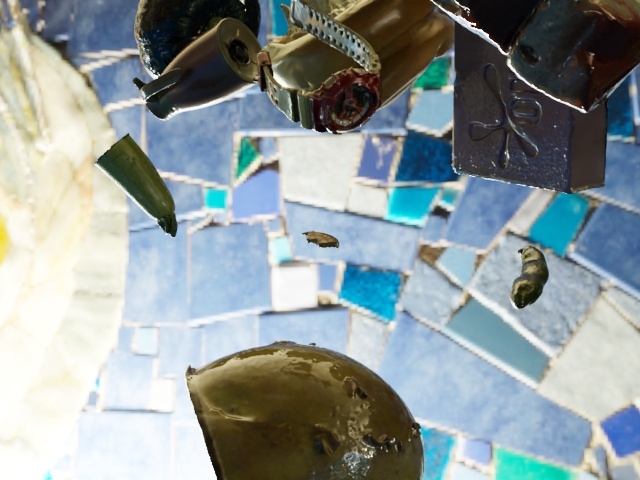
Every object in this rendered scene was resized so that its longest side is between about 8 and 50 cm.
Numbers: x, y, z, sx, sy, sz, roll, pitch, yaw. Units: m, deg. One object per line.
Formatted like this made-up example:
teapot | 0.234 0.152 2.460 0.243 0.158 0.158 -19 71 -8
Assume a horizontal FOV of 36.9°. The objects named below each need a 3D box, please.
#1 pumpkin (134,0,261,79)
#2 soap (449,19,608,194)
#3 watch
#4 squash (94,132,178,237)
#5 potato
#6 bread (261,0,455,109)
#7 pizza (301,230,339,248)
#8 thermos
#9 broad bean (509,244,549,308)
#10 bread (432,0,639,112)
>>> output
pumpkin | -0.290 -0.490 2.227 0.315 0.315 0.238 10 -174 -44
soap | 0.349 -0.243 1.620 0.107 0.296 0.285 -10 -166 -33
watch | -0.017 -0.263 1.424 0.164 0.268 0.102 -30 142 -23
squash | -0.356 -0.100 1.930 0.094 0.224 0.094 -36 -175 3
potato | -0.001 0.354 1.492 0.319 0.385 0.442 -16 131 -8
bread | 0.080 -0.390 1.872 0.328 0.245 0.424 9 -139 38
pizza | 0.000 0.000 1.498 0.037 0.016 0.083 -18 -156 -39
thermos | -0.265 -0.342 2.013 0.265 0.146 0.176 -23 175 32
broad bean | 0.382 0.065 1.744 0.065 0.047 0.254 4 -157 15
bread | 0.204 -0.297 0.970 0.327 0.295 0.114 35 132 -6
